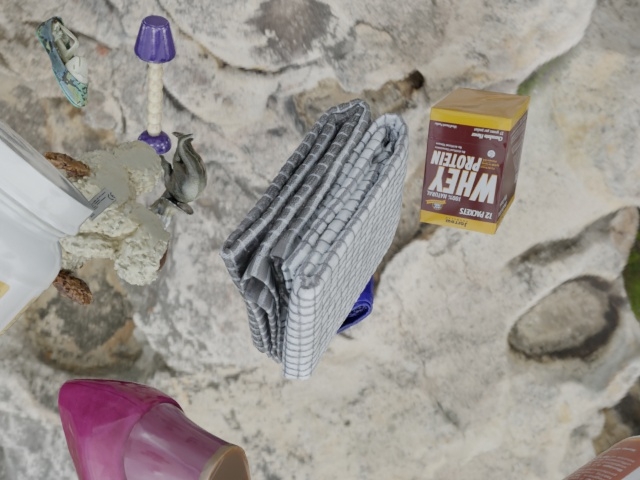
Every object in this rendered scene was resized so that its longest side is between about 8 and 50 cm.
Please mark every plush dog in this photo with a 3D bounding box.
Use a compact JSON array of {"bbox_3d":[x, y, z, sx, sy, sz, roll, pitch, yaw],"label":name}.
[{"bbox_3d":[-0.376,-0.032,1.173,0.211,0.262,0.225,20,132,-42],"label":"plush dog"}]

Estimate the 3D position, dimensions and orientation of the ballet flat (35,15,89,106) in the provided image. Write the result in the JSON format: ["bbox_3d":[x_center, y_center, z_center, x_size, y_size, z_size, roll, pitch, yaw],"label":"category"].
[{"bbox_3d":[-0.470,-0.339,1.403,0.070,0.070,0.188,-32,80,12],"label":"ballet flat"}]

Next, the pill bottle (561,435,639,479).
[{"bbox_3d":[0.248,0.264,0.663,0.216,0.121,0.121,-15,129,-35],"label":"pill bottle"}]

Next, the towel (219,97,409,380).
[{"bbox_3d":[0.000,0.000,0.914,0.121,0.283,0.235,25,150,14],"label":"towel"}]

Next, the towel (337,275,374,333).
[{"bbox_3d":[0.004,0.045,1.327,0.076,0.308,0.228,33,128,-24],"label":"towel"}]

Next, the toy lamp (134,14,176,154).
[{"bbox_3d":[-0.316,-0.292,1.437,0.080,0.080,0.274,3,131,-11],"label":"toy lamp"}]

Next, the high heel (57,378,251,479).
[{"bbox_3d":[-0.149,0.294,0.714,0.181,0.127,0.377,19,119,28],"label":"high heel"}]

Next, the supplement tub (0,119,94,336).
[{"bbox_3d":[-0.388,0.022,0.690,0.316,0.228,0.228,-48,119,-6],"label":"supplement tub"}]

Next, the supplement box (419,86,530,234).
[{"bbox_3d":[0.262,-0.140,1.278,0.129,0.191,0.194,12,115,20],"label":"supplement box"}]

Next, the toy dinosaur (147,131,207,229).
[{"bbox_3d":[-0.300,-0.148,1.703,0.121,0.160,0.313,-13,166,-37],"label":"toy dinosaur"}]
